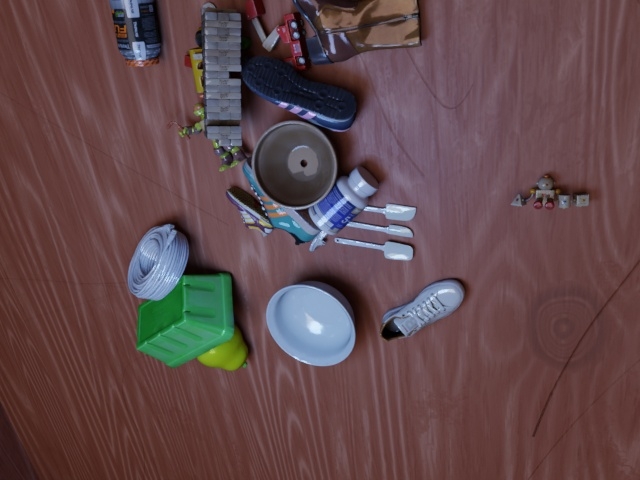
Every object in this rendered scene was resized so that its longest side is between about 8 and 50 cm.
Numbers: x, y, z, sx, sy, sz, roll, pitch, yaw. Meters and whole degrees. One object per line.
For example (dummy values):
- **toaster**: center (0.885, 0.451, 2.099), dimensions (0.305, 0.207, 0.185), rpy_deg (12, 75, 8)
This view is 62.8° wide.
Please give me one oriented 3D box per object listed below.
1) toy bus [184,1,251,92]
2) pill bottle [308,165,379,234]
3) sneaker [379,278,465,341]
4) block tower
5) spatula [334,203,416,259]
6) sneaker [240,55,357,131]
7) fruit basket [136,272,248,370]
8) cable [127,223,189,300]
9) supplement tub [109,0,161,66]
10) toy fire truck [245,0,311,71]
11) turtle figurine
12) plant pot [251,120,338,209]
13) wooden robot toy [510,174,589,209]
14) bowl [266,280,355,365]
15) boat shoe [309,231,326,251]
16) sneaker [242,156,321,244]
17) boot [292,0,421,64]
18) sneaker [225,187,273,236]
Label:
- **toy bus**: center (-0.298, -0.495, 1.408), dimensions (0.202, 0.104, 0.191), rpy_deg (43, 124, -3)
- **pill bottle**: center (0.067, -0.112, 1.443), dimensions (0.112, 0.112, 0.187), rpy_deg (45, 117, -4)
- **sneaker**: center (0.292, 0.219, 1.521), dimensions (0.290, 0.123, 0.106), rpy_deg (-38, 95, 33)
- **block tower**: center (-0.252, -0.414, 1.340), dimensions (0.091, 0.097, 0.334), rpy_deg (-4, 107, -18)
- **spatula**: center (0.150, -0.032, 1.510), dimensions (0.242, 0.019, 0.168), rpy_deg (9, 120, 19)
- **sneaker**: center (-0.059, -0.365, 1.360), dimensions (0.319, 0.131, 0.112), rpy_deg (28, 80, 8)
- **fruit basket**: center (-0.405, 0.304, 1.835), dimensions (0.393, 0.282, 0.392), rpy_deg (-7, 150, -4)
- **cable**: center (-0.545, 0.072, 1.749), dimensions (0.257, 0.089, 0.256), rpy_deg (5, 75, 48)
- **supplement tub**: center (-0.506, -0.584, 1.445), dimensions (0.117, 0.117, 0.190), rpy_deg (8, 119, 20)
- **toy fire truck**: center (-0.107, -0.525, 1.343), dimensions (0.136, 0.047, 0.191), rpy_deg (-2, 116, 25)
- **turtle figurine**: center (-0.316, -0.312, 1.525), dimensions (0.270, 0.087, 0.217), rpy_deg (-14, 115, 37)
- **plant pot**: center (-0.059, -0.207, 1.437), dimensions (0.238, 0.110, 0.237), rpy_deg (3, 101, 15)
- **wooden robot toy**: center (0.551, -0.118, 1.262), dimensions (0.174, 0.076, 0.078), rpy_deg (3, 106, 22)
- **bowl**: center (-0.010, 0.238, 1.655), dimensions (0.298, 0.134, 0.297), rpy_deg (10, 119, 19)
- **boat shoe**: center (0.000, 0.000, 1.585), dimensions (0.035, 0.035, 0.100), rpy_deg (34, 118, 7)
- **sneaker**: center (-0.131, -0.107, 1.540), dimensions (0.302, 0.108, 0.121), rpy_deg (47, 125, -2)
- **boot**: center (0.082, -0.556, 1.215), dimensions (0.281, 0.096, 0.263), rpy_deg (-4, 114, 25)
- **sneaker**: center (-0.225, -0.084, 1.617), dimensions (0.186, 0.069, 0.083), rpy_deg (38, 124, 3)
